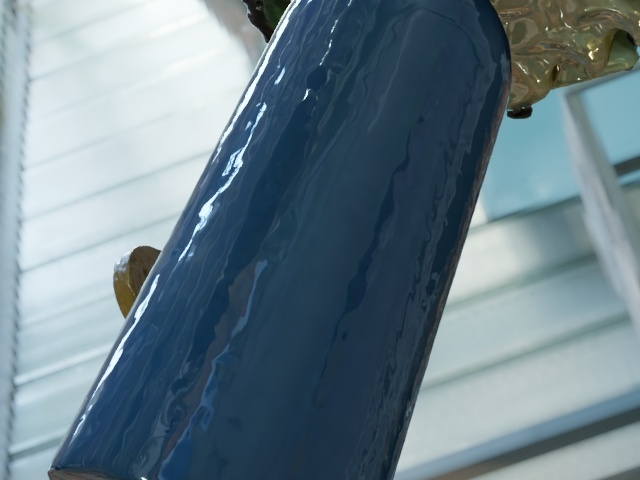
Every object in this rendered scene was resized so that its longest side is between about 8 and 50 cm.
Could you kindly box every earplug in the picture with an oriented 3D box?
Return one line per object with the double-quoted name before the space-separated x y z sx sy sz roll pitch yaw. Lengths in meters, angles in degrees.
"earplug" 0.000 0.000 0.739 0.273 0.132 0.132 -68 -24 -19

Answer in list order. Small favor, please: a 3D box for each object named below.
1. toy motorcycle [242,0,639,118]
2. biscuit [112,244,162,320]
"toy motorcycle" 0.099 -0.181 0.959 0.237 0.410 0.169 43 -127 -43
"biscuit" -0.080 0.113 1.271 0.240 0.035 0.158 59 -158 0
